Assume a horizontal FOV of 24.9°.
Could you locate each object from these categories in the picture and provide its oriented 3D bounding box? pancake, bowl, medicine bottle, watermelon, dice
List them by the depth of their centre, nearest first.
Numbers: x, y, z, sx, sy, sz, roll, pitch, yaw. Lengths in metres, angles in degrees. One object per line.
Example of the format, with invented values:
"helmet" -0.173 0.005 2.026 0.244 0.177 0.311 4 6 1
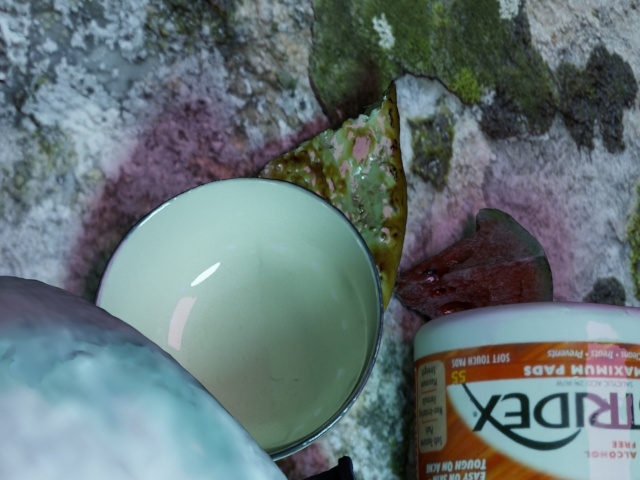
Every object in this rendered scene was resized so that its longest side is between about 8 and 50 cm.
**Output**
"dice" -0.216 0.245 0.892 0.330 0.348 0.328 49 57 -7
"bowl" -0.055 0.078 1.187 0.126 0.238 0.237 59 35 -68
"pancake" 0.004 -0.001 1.346 0.197 0.054 0.376 33 59 -30
"medicine bottle" 0.214 0.192 1.347 0.252 0.252 0.241 9 74 -39
"watermelon" 0.167 0.048 1.444 0.158 0.121 0.098 -31 122 -37

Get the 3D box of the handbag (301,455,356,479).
"handbag" 0.054 0.359 1.174 0.118 0.269 0.325 -27 97 -5
